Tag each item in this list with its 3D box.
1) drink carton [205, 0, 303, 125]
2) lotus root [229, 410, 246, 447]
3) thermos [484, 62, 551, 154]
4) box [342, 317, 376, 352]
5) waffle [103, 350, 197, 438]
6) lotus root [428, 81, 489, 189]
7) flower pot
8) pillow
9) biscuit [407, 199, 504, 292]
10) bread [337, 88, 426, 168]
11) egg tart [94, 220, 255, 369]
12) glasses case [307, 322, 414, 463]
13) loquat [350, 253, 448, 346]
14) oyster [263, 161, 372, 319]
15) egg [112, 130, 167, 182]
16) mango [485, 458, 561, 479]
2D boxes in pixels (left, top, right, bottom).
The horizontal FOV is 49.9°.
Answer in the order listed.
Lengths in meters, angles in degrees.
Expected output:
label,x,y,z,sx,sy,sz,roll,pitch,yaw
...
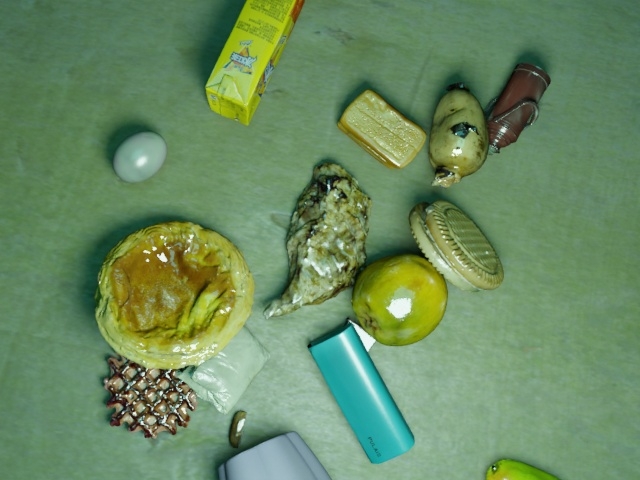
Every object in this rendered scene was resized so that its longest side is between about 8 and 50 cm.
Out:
label,x,y,z,sx,sy,sz,roll,pitch,yaw
drink carton,-0.147,-0.460,1.597,0.111,0.154,0.351,24,81,-1
lotus root,-0.186,0.421,1.535,0.030,0.037,0.083,11,82,1
thermos,0.456,-0.308,1.663,0.124,0.099,0.232,26,81,36
box,0.081,0.225,1.576,0.084,0.060,0.063,35,89,0
waffle,-0.370,0.319,1.526,0.221,0.055,0.234,0,77,-5
lotus root,0.324,-0.244,1.610,0.140,0.154,0.257,6,78,2
flower pot,-0.092,0.546,1.430,0.265,0.265,0.243,-26,74,-8
pillow,-0.203,0.273,1.515,0.134,0.078,0.181,45,59,-10
biscuit,0.305,0.011,1.543,0.079,0.259,0.259,-41,87,28
bread,0.146,-0.260,1.635,0.200,0.077,0.116,38,80,-1
egg tart,-0.315,0.126,1.494,0.351,0.150,0.352,5,61,-9
glasses case,0.089,0.343,1.525,0.117,0.070,0.301,-29,94,8
loquat,0.192,0.120,1.525,0.246,0.213,0.213,-30,85,-29
oyster,0.020,0.020,1.575,0.204,0.111,0.396,19,77,-5
egg,-0.411,-0.191,1.565,0.103,0.103,0.135,45,80,2
mango,0.474,0.572,1.537,0.232,0.111,0.125,29,95,-13
